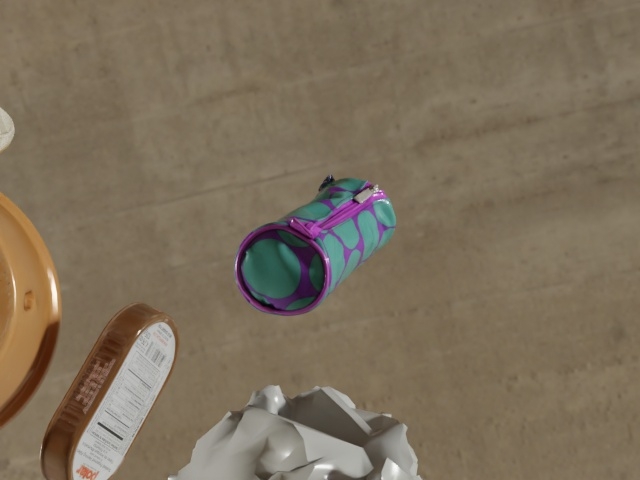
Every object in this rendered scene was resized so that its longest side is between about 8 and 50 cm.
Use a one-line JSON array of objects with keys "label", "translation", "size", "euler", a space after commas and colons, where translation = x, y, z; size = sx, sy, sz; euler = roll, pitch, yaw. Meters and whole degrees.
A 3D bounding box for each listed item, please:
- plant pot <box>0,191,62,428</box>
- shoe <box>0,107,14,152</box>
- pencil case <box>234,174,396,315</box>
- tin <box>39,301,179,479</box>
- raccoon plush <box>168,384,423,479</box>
[{"label": "plant pot", "translation": [-0.373, 0.058, 0.998], "size": [0.290, 0.291, 0.203], "euler": [-17, 178, -18]}, {"label": "shoe", "translation": [-0.384, -0.132, 1.181], "size": [0.058, 0.077, 0.219], "euler": [-28, 171, 16]}, {"label": "pencil case", "translation": [0.000, 0.000, 0.749], "size": [0.070, 0.064, 0.151], "euler": [-56, 173, 24]}, {"label": "tin", "translation": [-0.195, 0.148, 1.051], "size": [0.040, 0.106, 0.190], "euler": [19, -109, 27]}, {"label": "raccoon plush", "translation": [0.022, 0.293, 0.412], "size": [0.299, 0.446, 0.216], "euler": [18, -161, -43]}]
